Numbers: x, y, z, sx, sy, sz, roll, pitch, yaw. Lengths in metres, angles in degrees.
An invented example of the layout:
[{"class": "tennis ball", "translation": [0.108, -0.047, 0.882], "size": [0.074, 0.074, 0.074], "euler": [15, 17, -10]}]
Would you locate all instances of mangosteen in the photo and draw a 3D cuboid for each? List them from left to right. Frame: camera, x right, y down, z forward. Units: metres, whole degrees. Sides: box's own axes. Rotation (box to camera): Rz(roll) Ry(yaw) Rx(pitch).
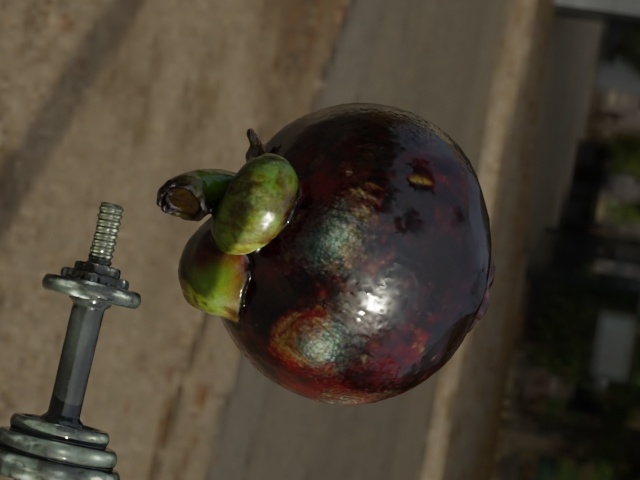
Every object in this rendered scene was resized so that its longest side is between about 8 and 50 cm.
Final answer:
[{"class": "mangosteen", "translation": [0.000, 0.000, 1.977], "size": [0.306, 0.359, 0.306], "euler": [-159, -90, -78]}]

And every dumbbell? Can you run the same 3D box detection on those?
[{"class": "dumbbell", "translation": [-0.193, 0.095, 1.561], "size": [0.110, 0.110, 0.255], "euler": [29, 73, -80]}]
